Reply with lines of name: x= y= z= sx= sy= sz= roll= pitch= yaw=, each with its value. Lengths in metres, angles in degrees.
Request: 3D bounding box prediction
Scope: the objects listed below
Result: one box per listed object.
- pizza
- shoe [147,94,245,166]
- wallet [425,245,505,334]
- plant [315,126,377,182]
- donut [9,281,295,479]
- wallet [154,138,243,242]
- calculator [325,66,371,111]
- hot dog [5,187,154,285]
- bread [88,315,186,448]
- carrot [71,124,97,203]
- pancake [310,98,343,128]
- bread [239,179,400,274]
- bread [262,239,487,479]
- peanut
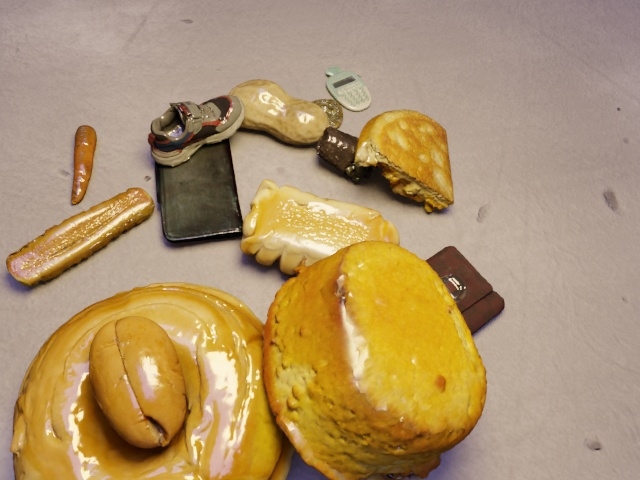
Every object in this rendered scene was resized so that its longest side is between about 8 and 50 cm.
pizza: x=0.183 y=-0.217 z=1.109 sx=0.258 sy=0.087 sz=0.268 roll=30 pitch=50 yaw=-30
shoe: x=-0.271 y=-0.258 z=1.046 sx=0.227 sy=0.125 sz=0.099 roll=-36 pitch=63 yaw=-10
wallet: x=0.240 y=0.122 z=0.997 sx=0.229 sy=0.049 sz=0.182 roll=-30 pitch=66 yaw=-23
plant: x=0.061 y=-0.191 z=1.116 sx=0.143 sy=0.094 sz=0.092 roll=23 pitch=21 yaw=-17
donut: x=-0.253 y=0.266 z=0.769 sx=0.449 sy=0.198 sz=0.449 roll=2 pitch=61 yaw=-4
wallet: x=-0.266 y=-0.133 z=1.076 sx=0.172 sy=0.045 sz=0.318 roll=-9 pitch=60 yaw=-11
calculator: x=0.069 y=-0.389 z=1.277 sx=0.095 sy=0.021 sz=0.153 roll=-28 pitch=68 yaw=-21
hot dog: x=-0.459 y=-0.012 z=0.975 sx=0.289 sy=0.068 sz=0.083 roll=-37 pitch=94 yaw=-28
bread: x=-0.243 y=0.181 z=0.664 sx=0.114 sy=0.077 sz=0.189 roll=-21 pitch=63 yaw=-21
carrot: x=-0.508 y=-0.163 z=1.069 sx=0.047 sy=0.047 sz=0.191 roll=-3 pitch=67 yaw=-9
pancake: x=0.006 y=-0.311 z=1.228 sx=0.108 sy=0.017 sz=0.108 roll=2 pitch=58 yaw=-3
bread: x=0.000 y=0.000 z=0.992 sx=0.311 sy=0.121 sz=0.173 roll=17 pitch=64 yaw=3
bread: x=0.089 y=0.178 z=0.759 sx=0.337 sy=0.204 sz=0.358 roll=7 pitch=56 yaw=-29
peanut: x=-0.097 y=-0.295 z=1.145 sx=0.256 sy=0.123 sz=0.123 roll=19 pitch=60 yaw=6
